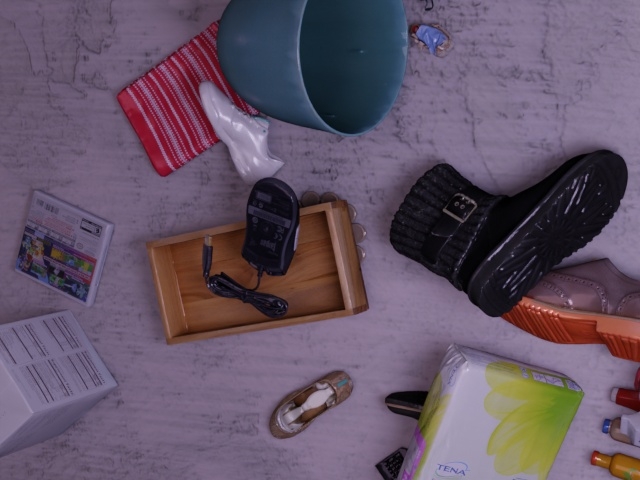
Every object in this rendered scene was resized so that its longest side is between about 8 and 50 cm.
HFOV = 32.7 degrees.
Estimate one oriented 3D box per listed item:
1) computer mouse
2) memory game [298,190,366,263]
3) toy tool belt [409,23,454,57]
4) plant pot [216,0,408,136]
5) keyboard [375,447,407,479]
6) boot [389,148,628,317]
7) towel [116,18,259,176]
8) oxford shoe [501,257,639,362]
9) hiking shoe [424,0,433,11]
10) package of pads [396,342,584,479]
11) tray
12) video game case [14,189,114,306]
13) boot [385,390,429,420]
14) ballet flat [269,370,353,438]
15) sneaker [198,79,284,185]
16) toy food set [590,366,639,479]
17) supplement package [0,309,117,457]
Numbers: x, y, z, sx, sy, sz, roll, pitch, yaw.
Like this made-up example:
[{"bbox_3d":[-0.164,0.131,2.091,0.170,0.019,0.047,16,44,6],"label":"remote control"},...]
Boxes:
[{"bbox_3d":[-0.120,-0.004,1.931,0.184,0.060,0.262,16,115,22],"label":"computer mouse"},{"bbox_3d":[0.000,0.000,1.991,0.186,0.012,0.186,3,97,25],"label":"memory game"},{"bbox_3d":[0.182,-0.343,1.845,0.083,0.051,0.052,36,109,18],"label":"toy tool belt"},{"bbox_3d":[-0.032,-0.328,1.831,0.235,0.293,0.293,9,100,38],"label":"plant pot"},{"bbox_3d":[0.165,0.474,1.949,0.100,0.038,0.192,-41,77,24],"label":"keyboard"},{"bbox_3d":[0.298,-0.060,1.779,0.348,0.131,0.260,-40,42,-6],"label":"boot"},{"bbox_3d":[-0.249,-0.267,2.073,0.275,0.031,0.199,-31,83,25],"label":"towel"},{"bbox_3d":[0.413,0.093,1.765,0.363,0.130,0.133,16,69,30],"label":"oxford shoe"},{"bbox_3d":[0.111,-0.533,1.825,0.304,0.113,0.132,48,112,14],"label":"hiking shoe"},{"bbox_3d":[0.267,0.332,1.794,0.229,0.101,0.297,16,104,-14],"label":"package of pads"},{"bbox_3d":[-0.122,0.063,2.013,0.410,0.076,0.203,-11,91,28],"label":"tray"},{"bbox_3d":[-0.528,0.015,2.242,0.201,0.023,0.183,23,105,21],"label":"video game case"},{"bbox_3d":[0.204,0.343,1.899,0.197,0.077,0.137,8,104,26],"label":"boot"},{"bbox_3d":[-0.031,0.305,2.007,0.206,0.067,0.073,-41,78,24],"label":"ballet flat"},{"bbox_3d":[-0.141,-0.210,1.994,0.094,0.080,0.212,-27,107,10],"label":"sneaker"},{"bbox_3d":[0.491,0.277,1.715,0.104,0.111,0.232,14,139,24],"label":"toy food set"},{"bbox_3d":[-0.590,0.287,2.165,0.199,0.262,0.198,-40,78,23],"label":"supplement package"}]
